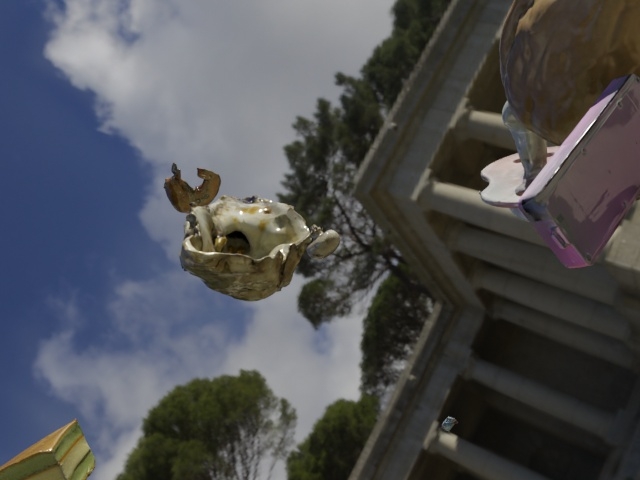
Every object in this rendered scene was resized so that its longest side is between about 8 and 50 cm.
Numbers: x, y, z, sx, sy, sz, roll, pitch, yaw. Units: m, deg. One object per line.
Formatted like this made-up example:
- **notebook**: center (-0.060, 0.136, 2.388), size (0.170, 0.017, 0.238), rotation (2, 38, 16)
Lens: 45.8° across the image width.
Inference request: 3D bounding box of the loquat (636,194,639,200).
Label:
- **loquat**: center (0.531, -0.162, 1.335), size (0.172, 0.150, 0.204), rotation (5, -105, -46)

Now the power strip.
- **power strip**: center (0.341, -0.089, 0.912), size (0.109, 0.037, 0.279), rotation (48, -116, -11)

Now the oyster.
- **oyster**: center (-0.102, 0.008, 0.926), size (0.167, 0.341, 0.110), rotation (6, -82, -16)

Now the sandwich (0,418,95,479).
- **sandwich**: center (-0.555, 0.460, 1.520), size (0.187, 0.144, 0.117), rotation (-112, -1, -84)

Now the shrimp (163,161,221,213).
- **shrimp**: center (-0.306, -0.130, 1.799), size (0.132, 0.051, 0.187), rotation (-40, -25, -5)

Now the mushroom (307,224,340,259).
- **mushroom**: center (0.000, 0.000, 1.765), size (0.085, 0.079, 0.085), rotation (-37, -6, -5)

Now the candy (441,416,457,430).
- **candy**: center (0.293, 0.417, 1.716), size (0.083, 0.030, 0.020), rotation (89, -155, -59)

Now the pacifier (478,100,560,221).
- **pacifier**: center (0.446, -0.157, 1.569), size (0.220, 0.273, 0.332), rotation (-48, 6, 25)

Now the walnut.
- **walnut**: center (0.399, -0.291, 1.097), size (0.277, 0.252, 0.312), rotation (-31, -38, -30)
